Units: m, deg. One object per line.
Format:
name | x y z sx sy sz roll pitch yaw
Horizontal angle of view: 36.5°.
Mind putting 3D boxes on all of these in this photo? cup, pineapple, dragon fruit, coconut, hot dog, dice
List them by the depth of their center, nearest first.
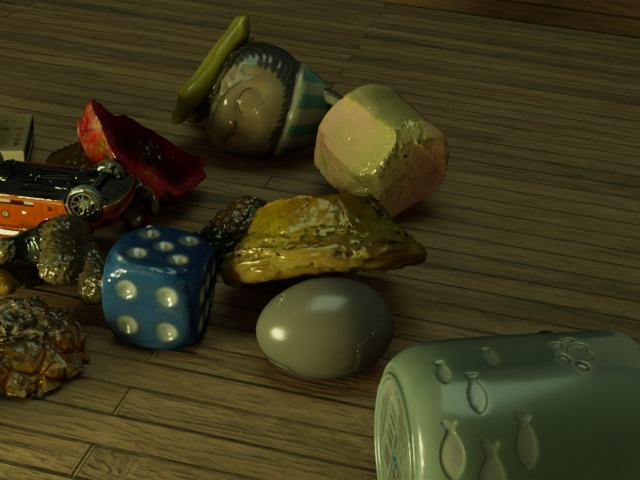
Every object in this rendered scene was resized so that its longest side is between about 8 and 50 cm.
cup | 0.215 0.277 1.081 0.274 0.259 0.357 0 60 -8
pineapple | -0.428 0.139 1.359 0.224 0.076 0.225 6 29 -3
dice | -0.236 0.072 1.439 0.146 0.146 0.143 9 30 5
hot dog | -0.545 0.051 1.464 0.215 0.047 0.066 4 0 34
pineapple | -0.166 0.002 1.645 0.108 0.108 0.197 27 48 35
dragon fruit | -0.344 -0.111 1.771 0.262 0.134 0.211 30 30 -34
coconut | 0.105 -0.175 1.878 0.233 0.233 0.245 -13 38 -31

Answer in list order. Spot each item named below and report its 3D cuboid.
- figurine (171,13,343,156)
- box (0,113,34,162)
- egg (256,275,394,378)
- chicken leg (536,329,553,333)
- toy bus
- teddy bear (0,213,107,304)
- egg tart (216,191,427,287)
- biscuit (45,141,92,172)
figurine | -0.107 -0.260 2.092 0.377 0.266 0.361 37 0 -7
box | -0.652 -0.193 1.949 0.141 0.058 0.201 -1 28 -12
egg | 0.007 0.125 1.384 0.198 0.146 0.146 -8 30 -9
chicken leg | 0.349 0.188 1.425 0.085 0.069 0.198 -19 21 5
toy bus | -0.480 -0.060 1.634 0.329 0.153 0.143 6 27 4
teddy bear | -0.406 0.021 1.500 0.251 0.182 0.129 6 66 40
egg tart | -0.004 0.000 1.516 0.341 0.129 0.341 -8 -5 -1
biscuit | -0.457 -0.154 1.939 0.176 0.031 0.228 -1 28 -8
